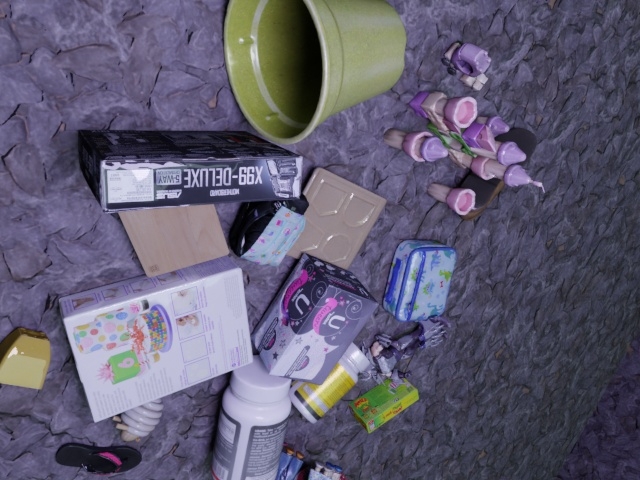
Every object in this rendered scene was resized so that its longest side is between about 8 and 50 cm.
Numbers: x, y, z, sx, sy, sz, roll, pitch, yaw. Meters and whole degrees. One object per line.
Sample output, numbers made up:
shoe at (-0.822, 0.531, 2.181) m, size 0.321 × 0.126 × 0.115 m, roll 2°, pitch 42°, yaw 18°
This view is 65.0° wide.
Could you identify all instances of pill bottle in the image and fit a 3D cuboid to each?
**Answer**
pill bottle at (-0.157, 0.424, 1.169) m, size 0.161 × 0.161 × 0.283 m, roll 2°, pitch 109°, yaw -33°
pill bottle at (0.018, 0.348, 1.274) m, size 0.208 × 0.119 × 0.119 m, roll -41°, pitch 126°, yaw -10°

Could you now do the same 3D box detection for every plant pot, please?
plant pot at (0.008, -0.334, 0.903) m, size 0.254 × 0.276 × 0.276 m, roll -23°, pitch 122°, yaw -37°
plant pot at (-0.524, 0.203, 0.890) m, size 0.081 × 0.082 × 0.083 m, roll 26°, pitch 85°, yaw -37°

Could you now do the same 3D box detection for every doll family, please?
doll family at (-0.072, 0.618, 1.258) m, size 0.263 × 0.118 × 0.163 m, roll 24°, pitch 80°, yaw 4°

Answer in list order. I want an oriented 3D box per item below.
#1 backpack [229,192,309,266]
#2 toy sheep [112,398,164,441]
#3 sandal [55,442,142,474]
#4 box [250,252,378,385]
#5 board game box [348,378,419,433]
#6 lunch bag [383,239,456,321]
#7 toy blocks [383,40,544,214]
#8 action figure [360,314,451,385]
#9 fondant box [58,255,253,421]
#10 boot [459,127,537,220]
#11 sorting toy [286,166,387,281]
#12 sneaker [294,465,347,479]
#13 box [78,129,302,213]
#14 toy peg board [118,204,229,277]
backpack at (-0.105, -0.034, 1.016) m, size 0.115 × 0.152 × 0.182 m, roll 25°, pitch 108°, yaw -28°
toy sheep at (-0.374, 0.357, 1.050) m, size 0.091 × 0.091 × 0.132 m, roll 35°, pitch 83°, yaw -38°
sandal at (-0.466, 0.470, 1.066) m, size 0.179 × 0.040 × 0.067 m, roll 26°, pitch 95°, yaw -38°
box at (-0.018, 0.183, 1.141) m, size 0.163 × 0.142 × 0.247 m, roll 24°, pitch 105°, yaw -37°
board game box at (0.182, 0.464, 1.447) m, size 0.181 × 0.092 × 0.043 m, roll -27°, pitch 122°, yaw -21°
lunch bag at (0.264, 0.109, 1.349) m, size 0.176 × 0.090 × 0.218 m, roll 3°, pitch 108°, yaw -31°
toy blocks at (0.366, -0.241, 1.150) m, size 0.309 × 0.260 × 0.289 m, roll -52°, pitch 127°, yaw -3°
action figure at (0.227, 0.306, 1.406) m, size 0.285 × 0.099 × 0.185 m, roll -31°, pitch 133°, yaw -13°
fondant box at (-0.313, 0.185, 1.006) m, size 0.330 × 0.096 × 0.238 m, roll -16°, pitch 118°, yaw -27°
boot at (0.470, -0.180, 1.367) m, size 0.305 × 0.112 × 0.115 m, roll -47°, pitch 158°, yaw -12°
sorting toy at (0.000, 0.000, 1.165) m, size 0.229 × 0.041 × 0.307 m, roll 20°, pitch 105°, yaw -36°
sneaker at (-0.002, 0.727, 1.446) m, size 0.112 × 0.120 × 0.299 m, roll -31°, pitch 130°, yaw 18°
box at (-0.221, -0.128, 0.835) m, size 0.308 × 0.242 × 0.076 m, roll -7°, pitch 114°, yaw -31°
toy peg board at (-0.276, -0.035, 0.954) m, size 0.161 × 0.079 × 0.161 m, roll -17°, pitch 123°, yaw -8°
